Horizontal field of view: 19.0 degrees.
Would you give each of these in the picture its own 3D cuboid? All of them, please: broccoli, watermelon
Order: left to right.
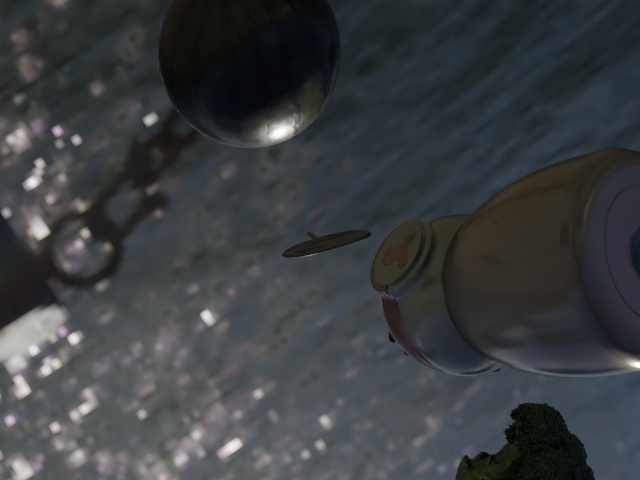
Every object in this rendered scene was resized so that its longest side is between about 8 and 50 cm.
[{"bbox_3d":[-0.042,-0.117,1.079,0.105,0.105,0.133,-28,131,-23],"label":"watermelon"},{"bbox_3d":[0.234,0.270,2.135,0.195,0.156,0.195,8,90,-67],"label":"broccoli"}]

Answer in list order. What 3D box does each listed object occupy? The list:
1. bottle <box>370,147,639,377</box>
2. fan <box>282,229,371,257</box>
[{"bbox_3d":[0.138,0.029,1.322,0.147,0.148,0.236,-18,-177,-43],"label":"bottle"},{"bbox_3d":[-0.005,0.003,1.290,0.060,0.003,0.080,-22,-168,-38],"label":"fan"}]
